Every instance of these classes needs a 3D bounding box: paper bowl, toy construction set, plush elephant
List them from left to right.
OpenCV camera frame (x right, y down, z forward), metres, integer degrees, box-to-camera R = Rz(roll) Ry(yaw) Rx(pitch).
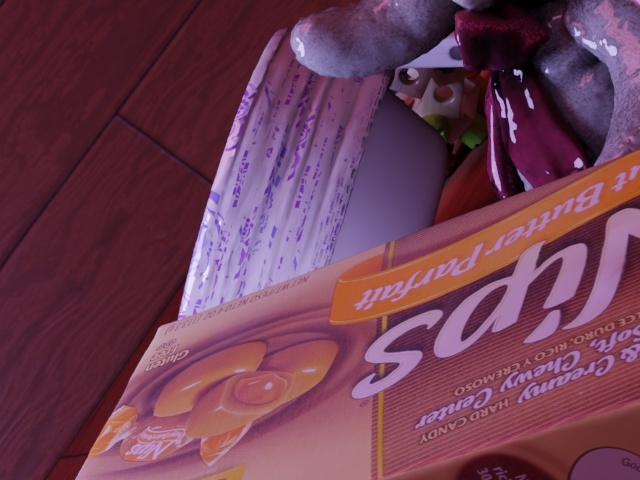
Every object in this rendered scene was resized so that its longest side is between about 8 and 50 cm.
[{"bbox_3d":[0.000,0.000,1.168,0.284,0.148,0.284,16,-90,-88],"label":"paper bowl"},{"bbox_3d":[0.125,-0.180,1.430,0.215,0.151,0.328,-47,0,31],"label":"toy construction set"},{"bbox_3d":[0.114,-0.121,0.873,0.330,0.255,0.272,-52,9,5],"label":"plush elephant"}]

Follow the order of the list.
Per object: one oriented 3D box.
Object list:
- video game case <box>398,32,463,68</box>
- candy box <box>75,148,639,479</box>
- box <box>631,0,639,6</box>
[{"bbox_3d":[0.153,-0.177,1.164,0.227,0.206,0.026,-70,-22,-61],"label":"video game case"},{"bbox_3d":[0.054,0.068,0.640,0.316,0.087,0.183,-20,25,25],"label":"candy box"},{"bbox_3d":[0.212,-0.178,0.548,0.128,0.122,0.257,-18,-40,-37],"label":"box"}]
